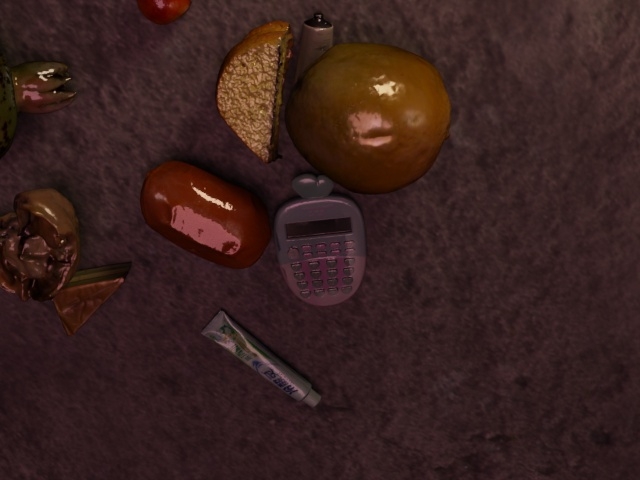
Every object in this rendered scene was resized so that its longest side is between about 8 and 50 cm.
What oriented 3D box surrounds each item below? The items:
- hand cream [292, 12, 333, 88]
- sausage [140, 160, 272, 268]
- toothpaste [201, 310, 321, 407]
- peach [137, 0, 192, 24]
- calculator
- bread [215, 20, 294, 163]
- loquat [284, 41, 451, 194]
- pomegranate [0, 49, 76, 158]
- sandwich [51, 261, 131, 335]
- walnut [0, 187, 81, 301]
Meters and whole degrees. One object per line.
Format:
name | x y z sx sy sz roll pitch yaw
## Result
hand cream | -0.011 -0.327 1.570 0.087 0.054 0.186 3 120 -6
sausage | -0.222 -0.048 1.633 0.268 0.153 0.141 28 70 -11
toothpaste | -0.121 0.262 1.830 0.297 0.048 0.075 39 111 -11
peach | -0.285 -0.431 1.517 0.098 0.061 0.098 2 120 3
calculator | 0.000 0.000 1.715 0.185 0.041 0.299 -7 115 3
bread | -0.128 -0.271 1.552 0.134 0.129 0.260 7 113 5
loquat | 0.087 -0.225 1.494 0.284 0.276 0.276 27 111 -11
pomegranate | -0.611 -0.265 1.508 0.340 0.285 0.285 -16 117 -29
sandwich | -0.457 0.120 1.750 0.163 0.079 0.113 -11 115 3
walnut | -0.548 0.007 1.661 0.238 0.141 0.204 -23 102 34
